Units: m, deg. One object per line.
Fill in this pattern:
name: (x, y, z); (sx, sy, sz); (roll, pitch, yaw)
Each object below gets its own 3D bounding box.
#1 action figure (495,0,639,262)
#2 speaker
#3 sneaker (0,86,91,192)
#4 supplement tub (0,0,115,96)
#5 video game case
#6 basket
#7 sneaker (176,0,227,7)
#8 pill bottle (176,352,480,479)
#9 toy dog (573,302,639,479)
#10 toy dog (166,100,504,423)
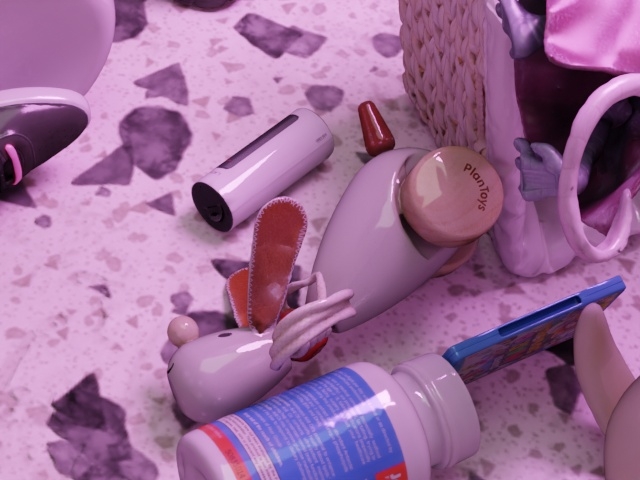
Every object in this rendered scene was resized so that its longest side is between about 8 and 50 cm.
action figure: (0.322, -0.147, 1.454); (0.370, 0.248, 0.276); (-5, 23, -5)
speaker: (-0.052, -0.064, 1.788); (0.055, 0.055, 0.136); (37, 57, 25)
sneaker: (-0.319, -0.028, 1.712); (0.295, 0.104, 0.147); (-22, 56, -14)
supplement tub: (-0.360, -0.265, 1.816); (0.241, 0.241, 0.331); (-22, 55, -22)
video game case: (0.164, 0.083, 1.637); (0.166, 0.119, 0.015); (-21, 75, -21)
basket: (0.247, -0.203, 1.741); (0.331, 0.328, 0.266); (-23, 50, -12)
sneaker: (-0.203, -0.326, 1.955); (0.286, 0.130, 0.109); (10, 51, 6)
pill bottle: (0.010, 0.169, 1.547); (0.221, 0.124, 0.124); (-22, 54, -20)
toy dog: (0.370, 0.106, 1.440); (0.284, 0.408, 0.395); (-21, 54, -21)
toy dog: (0.000, 0.000, 1.658); (0.333, 0.220, 0.161); (-30, 79, -37)
